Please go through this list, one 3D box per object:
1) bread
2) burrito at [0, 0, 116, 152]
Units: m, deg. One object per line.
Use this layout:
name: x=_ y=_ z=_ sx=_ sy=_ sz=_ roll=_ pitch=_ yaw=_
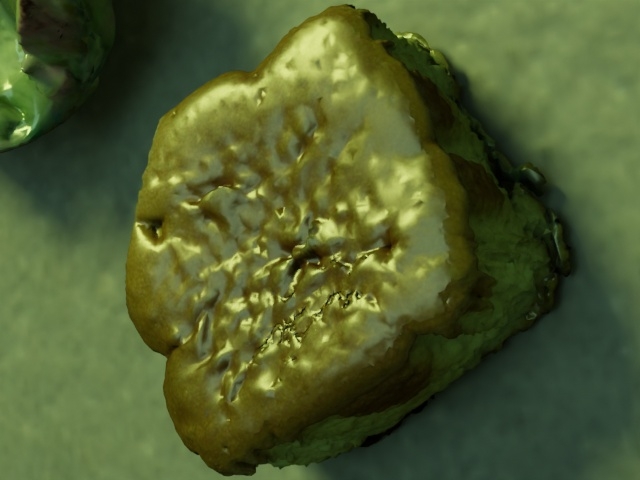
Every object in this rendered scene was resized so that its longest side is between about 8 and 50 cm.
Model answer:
bread: x=0.000 y=0.000 z=0.610 sx=0.140 sy=0.069 sz=0.128 roll=-38 pitch=67 yaw=25
burrito: x=-0.165 y=-0.126 z=0.715 sx=0.229 sy=0.089 sz=0.144 roll=40 pitch=123 yaw=29
